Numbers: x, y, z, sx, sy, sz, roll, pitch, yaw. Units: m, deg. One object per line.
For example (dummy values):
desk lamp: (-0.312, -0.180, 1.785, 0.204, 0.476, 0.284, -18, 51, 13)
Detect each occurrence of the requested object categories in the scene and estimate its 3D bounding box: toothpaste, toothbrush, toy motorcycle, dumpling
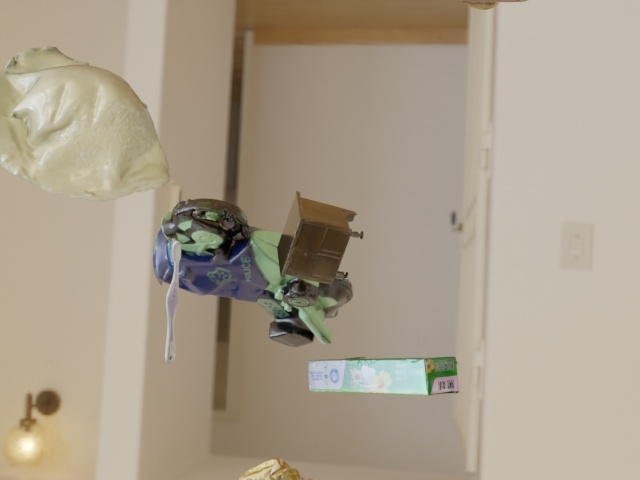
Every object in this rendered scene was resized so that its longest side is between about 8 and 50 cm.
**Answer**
toothpaste: (0.058, 0.134, 0.820, 0.043, 0.037, 0.178, 0, 173, -39)
toothbrush: (-0.133, 0.057, 0.744, 0.011, 0.132, 0.013, -7, -149, -27)
toy motorcycle: (-0.100, 0.039, 1.131, 0.196, 0.125, 0.331, -16, 146, 36)
dumpling: (-0.242, -0.105, 0.800, 0.181, 0.111, 0.155, 30, -134, 35)

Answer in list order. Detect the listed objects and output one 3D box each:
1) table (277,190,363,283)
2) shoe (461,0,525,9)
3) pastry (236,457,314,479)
table: (0.000, 0.000, 0.995, 0.082, 0.083, 0.070, 12, -153, -14)
shoe: (0.136, -0.224, 0.676, 0.109, 0.072, 0.069, 7, -141, 39)
pastry: (-0.101, 0.347, 0.906, 0.249, 0.154, 0.102, -32, -149, -2)
